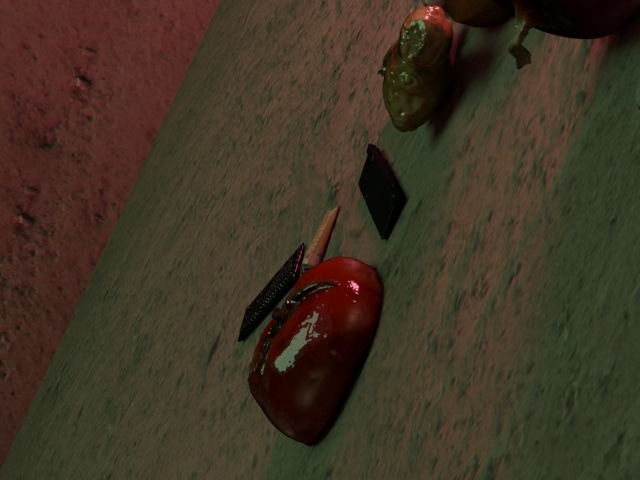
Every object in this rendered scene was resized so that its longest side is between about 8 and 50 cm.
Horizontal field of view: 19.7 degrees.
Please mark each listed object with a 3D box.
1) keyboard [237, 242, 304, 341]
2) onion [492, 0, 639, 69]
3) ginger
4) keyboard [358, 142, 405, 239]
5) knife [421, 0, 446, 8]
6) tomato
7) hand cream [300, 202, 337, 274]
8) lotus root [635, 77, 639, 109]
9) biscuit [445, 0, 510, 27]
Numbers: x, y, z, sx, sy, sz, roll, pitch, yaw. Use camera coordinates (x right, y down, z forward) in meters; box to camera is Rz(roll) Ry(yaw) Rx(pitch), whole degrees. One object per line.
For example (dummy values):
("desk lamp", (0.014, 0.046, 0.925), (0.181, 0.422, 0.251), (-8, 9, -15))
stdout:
("keyboard", (-0.069, 0.073, 2.520), (0.198, 0.010, 0.064), (-49, 22, 51))
("onion", (0.215, -0.256, 1.673), (0.153, 0.177, 0.177), (-43, 3, -27))
("ginger", (0.111, -0.207, 2.141), (0.334, 0.081, 0.148), (-87, -1, -79))
("keyboard", (0.071, -0.061, 2.210), (0.195, 0.018, 0.060), (-108, 34, -67))
("knife", (0.185, -0.406, 2.249), (0.073, 0.040, 0.266), (-150, 82, -84))
("tomato", (-0.021, 0.116, 2.131), (0.228, 0.101, 0.228), (-157, 90, -78))
("hand cream", (0.000, 0.000, 2.368), (0.102, 0.022, 0.035), (-68, 14, -20))
("lotus root", (0.299, -0.127, 1.404), (0.122, 0.081, 0.112), (-50, 16, 49))
("biscuit", (0.235, -0.417, 2.045), (0.314, 0.063, 0.367), (149, 141, -68))
